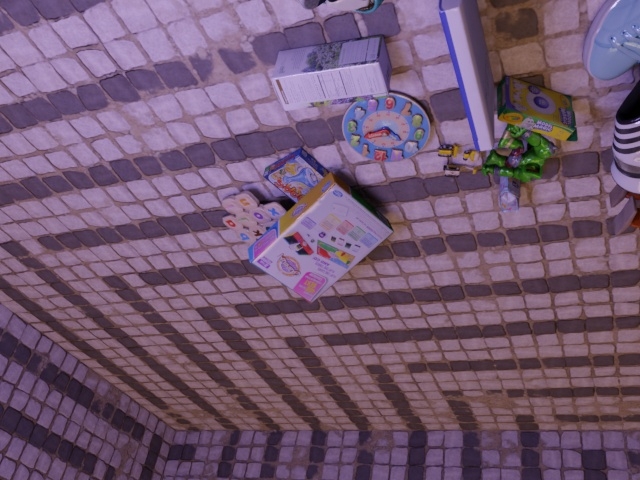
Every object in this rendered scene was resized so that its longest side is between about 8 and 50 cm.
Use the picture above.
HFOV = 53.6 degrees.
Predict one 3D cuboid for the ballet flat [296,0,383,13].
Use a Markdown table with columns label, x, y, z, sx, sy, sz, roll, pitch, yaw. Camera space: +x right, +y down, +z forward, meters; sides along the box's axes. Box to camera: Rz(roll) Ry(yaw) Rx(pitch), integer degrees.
| label | x | y | z | sx | sy | sz | roll | pitch | yaw |
| --- | --- | --- | --- | --- | --- | --- | --- | --- | --- |
| ballet flat | 0.003 | -0.477 | 1.186 | 0.247 | 0.087 | 0.083 | 9 | 144 | 2 |

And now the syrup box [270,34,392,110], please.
| label | x | y | z | sx | sy | sz | roll | pitch | yaw |
| --- | --- | --- | --- | --- | --- | --- | --- | --- | --- |
| syrup box | 0.024 | -0.352 | 1.341 | 0.237 | 0.093 | 0.096 | -4 | 142 | 19 |

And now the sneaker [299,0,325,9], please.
| label | x | y | z | sx | sy | sz | roll | pitch | yaw |
| --- | --- | --- | --- | --- | --- | --- | --- | --- | --- |
| sneaker | 0.015 | -0.530 | 1.116 | 0.226 | 0.163 | 0.086 | -34 | 160 | -7 |

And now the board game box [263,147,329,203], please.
| label | x | y | z | sx | sy | sz | roll | pitch | yaw |
| --- | --- | --- | --- | --- | --- | --- | --- | --- | --- |
| board game box | -0.033 | -0.149 | 1.677 | 0.136 | 0.035 | 0.201 | -24 | 132 | 37 |

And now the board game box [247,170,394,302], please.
| label | x | y | z | sx | sy | sz | roll | pitch | yaw |
| --- | --- | --- | --- | --- | --- | --- | --- | --- | --- |
| board game box | 0.000 | 0.000 | 1.695 | 0.316 | 0.064 | 0.242 | -41 | 124 | 16 |

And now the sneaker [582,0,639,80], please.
| label | x | y | z | sx | sy | sz | roll | pitch | yaw |
| --- | --- | --- | --- | --- | --- | --- | --- | --- | --- |
| sneaker | 0.594 | -0.394 | 1.094 | 0.135 | 0.150 | 0.366 | 19 | 143 | -10 |

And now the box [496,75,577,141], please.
| label | x | y | z | sx | sy | sz | roll | pitch | yaw |
| --- | --- | --- | --- | --- | --- | --- | --- | --- | --- |
| box | 0.461 | -0.273 | 1.328 | 0.179 | 0.105 | 0.043 | 16 | 144 | -9 |

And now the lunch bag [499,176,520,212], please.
| label | x | y | z | sx | sy | sz | roll | pitch | yaw |
| --- | --- | --- | --- | --- | --- | --- | --- | --- | --- |
| lunch bag | 0.466 | -0.121 | 1.559 | 0.053 | 0.071 | 0.083 | -4 | 140 | 22 |

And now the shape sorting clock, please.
| label | x | y | z | sx | sy | sz | roll | pitch | yaw |
| --- | --- | --- | --- | --- | --- | --- | --- | --- | --- |
| shape sorting clock | 0.153 | -0.259 | 1.478 | 0.206 | 0.040 | 0.206 | 7 | 144 | 5 |

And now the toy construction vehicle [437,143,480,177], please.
| label | x | y | z | sx | sy | sz | roll | pitch | yaw |
| --- | --- | --- | --- | --- | --- | --- | --- | --- | --- |
| toy construction vehicle | 0.332 | -0.197 | 1.529 | 0.098 | 0.035 | 0.086 | 2 | 132 | 7 |

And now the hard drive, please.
| label | x | y | z | sx | sy | sz | roll | pitch | yaw |
| --- | --- | --- | --- | --- | --- | --- | --- | --- | --- |
| hard drive | 0.278 | -0.353 | 1.178 | 0.040 | 0.210 | 0.318 | -6 | 140 | 22 |

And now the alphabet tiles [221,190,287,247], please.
| label | x | y | z | sx | sy | sz | roll | pitch | yaw |
| --- | --- | --- | --- | --- | --- | --- | --- | --- | --- |
| alphabet tiles | -0.152 | -0.033 | 1.810 | 0.278 | 0.021 | 0.284 | -13 | 129 | 49 |

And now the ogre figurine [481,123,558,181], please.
| label | x | y | z | sx | sy | sz | roll | pitch | yaw |
| --- | --- | --- | --- | --- | --- | --- | --- | --- | --- |
| ogre figurine | 0.455 | -0.193 | 1.447 | 0.118 | 0.097 | 0.197 | 24 | 132 | 1 |

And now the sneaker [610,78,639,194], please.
| label | x | y | z | sx | sy | sz | roll | pitch | yaw |
| --- | --- | --- | --- | --- | --- | --- | --- | --- | --- |
| sneaker | 0.763 | -0.254 | 1.157 | 0.448 | 0.169 | 0.257 | -20 | 140 | 12 |

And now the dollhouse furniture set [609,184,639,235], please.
| label | x | y | z | sx | sy | sz | roll | pitch | yaw |
| --- | --- | --- | --- | --- | --- | --- | --- | --- | --- |
| dollhouse furniture set | 0.765 | -0.119 | 1.327 | 0.262 | 0.259 | 0.135 | 7 | 147 | 4 |
